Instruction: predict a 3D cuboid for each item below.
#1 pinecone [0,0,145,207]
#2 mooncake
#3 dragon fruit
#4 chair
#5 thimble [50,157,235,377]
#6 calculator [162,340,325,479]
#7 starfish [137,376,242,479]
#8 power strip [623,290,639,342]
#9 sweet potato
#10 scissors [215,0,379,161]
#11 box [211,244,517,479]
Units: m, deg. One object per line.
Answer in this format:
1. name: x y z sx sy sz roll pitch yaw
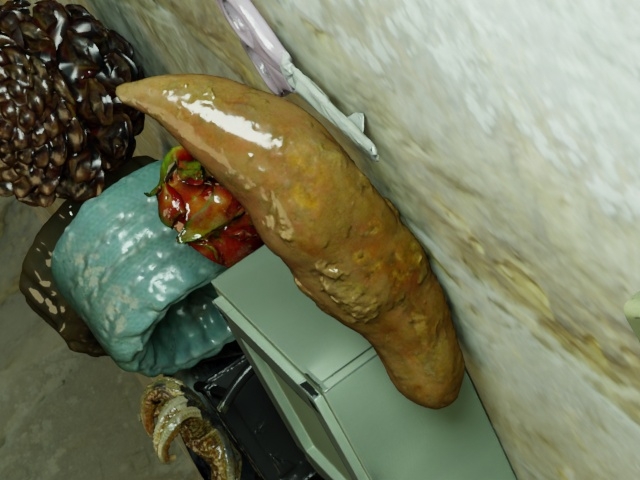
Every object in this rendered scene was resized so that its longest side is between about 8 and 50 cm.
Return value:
1. pinecone: -0.273 -0.146 1.834 0.221 0.221 0.221 52 168 17
2. mooncake: -0.220 0.023 2.027 0.124 0.228 0.228 42 164 20
3. dragon fruit: -0.079 -0.033 1.594 0.138 0.142 0.175 32 137 -6
4. chair: -0.023 0.154 1.773 0.141 0.154 0.260 56 171 -3
5. thimble: -0.147 0.028 1.822 0.143 0.198 0.235 50 -160 19
6. calculator: -0.064 0.198 1.962 0.268 0.177 0.040 62 150 30
7. starfish: -0.127 0.202 1.772 0.146 0.074 0.190 60 172 -18
8. power strip: 0.211 0.088 0.960 0.169 0.028 0.076 59 168 -15
9. sweet potato: 0.009 -0.008 1.305 0.354 0.106 0.095 46 -145 -23
10. scissors: -0.012 -0.114 1.308 0.212 0.021 0.110 44 168 43
11. box: 0.036 0.131 1.545 0.225 0.117 0.225 38 159 55
